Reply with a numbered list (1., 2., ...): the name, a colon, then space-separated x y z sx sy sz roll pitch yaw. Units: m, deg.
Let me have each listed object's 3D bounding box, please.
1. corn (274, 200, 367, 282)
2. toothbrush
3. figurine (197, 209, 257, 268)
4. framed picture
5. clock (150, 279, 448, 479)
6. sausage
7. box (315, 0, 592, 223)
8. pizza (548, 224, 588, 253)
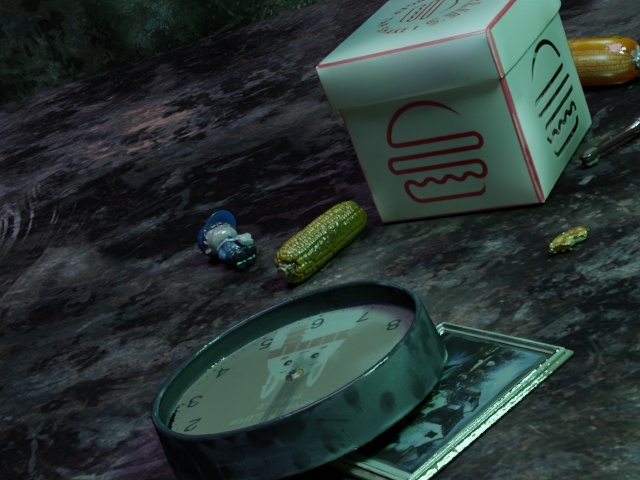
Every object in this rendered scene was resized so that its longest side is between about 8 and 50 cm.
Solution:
1. corn: 0.000 0.000 1.994 0.068 0.068 0.207 1 31 44
2. toothbrush: 0.558 -0.212 2.021 0.364 0.041 0.041 -30 23 -21
3. figurine: -0.156 0.010 2.138 0.077 0.079 0.136 -27 45 -23
4. framed picture: 0.127 0.188 1.498 0.296 0.019 0.232 -35 25 -31
5. clock: -0.032 0.171 1.570 0.386 0.076 0.386 -22 17 7
6. sausage: 0.472 -0.329 2.306 0.312 0.093 0.093 3 32 46
7. box: 0.230 -0.237 2.025 0.312 0.300 0.314 -7 27 33
8. pizza: 0.347 0.000 1.744 0.083 0.016 0.037 -30 22 -30
